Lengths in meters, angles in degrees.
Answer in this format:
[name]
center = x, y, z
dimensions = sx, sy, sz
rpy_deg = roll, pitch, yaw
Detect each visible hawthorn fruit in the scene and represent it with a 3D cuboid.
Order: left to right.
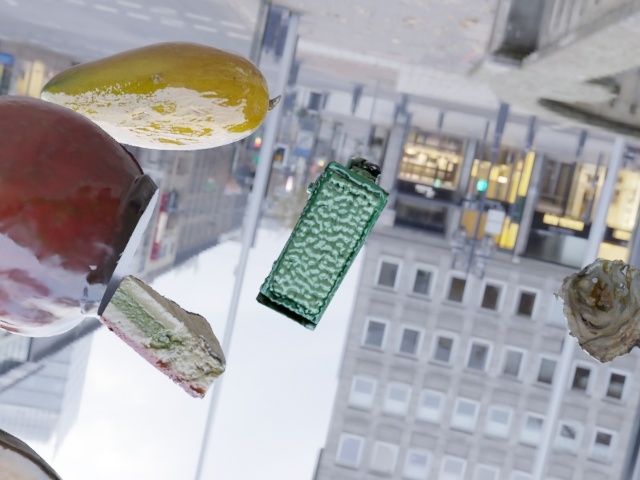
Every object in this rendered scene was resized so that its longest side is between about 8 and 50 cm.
[hawthorn fruit]
center = -0.276, -0.027, 0.876
dimensions = 0.249, 0.215, 0.215
rpy_deg = 28, 176, -30

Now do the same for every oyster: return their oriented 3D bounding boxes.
[oyster]
center = 0.309, 0.072, 1.059
dimensions = 0.056, 0.105, 0.177
rpy_deg = 33, -175, -19

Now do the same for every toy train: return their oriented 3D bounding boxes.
[toy train]
center = 0.000, 0.000, 1.433
dimensions = 0.115, 0.269, 0.154
rpy_deg = 30, -169, 2

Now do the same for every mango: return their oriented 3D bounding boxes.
[mango]
center = -0.202, -0.187, 1.279
dimensions = 0.316, 0.119, 0.176
rpy_deg = -5, 161, -16

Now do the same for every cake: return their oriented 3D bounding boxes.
[cake]
center = -0.236, 0.130, 1.467
dimensions = 0.220, 0.086, 0.117
rpy_deg = 43, -176, -19

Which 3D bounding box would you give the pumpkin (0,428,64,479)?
[pumpkin]
center = -0.270, 0.127, 0.442
dimensions = 0.312, 0.148, 0.169
rpy_deg = -26, -158, -8
